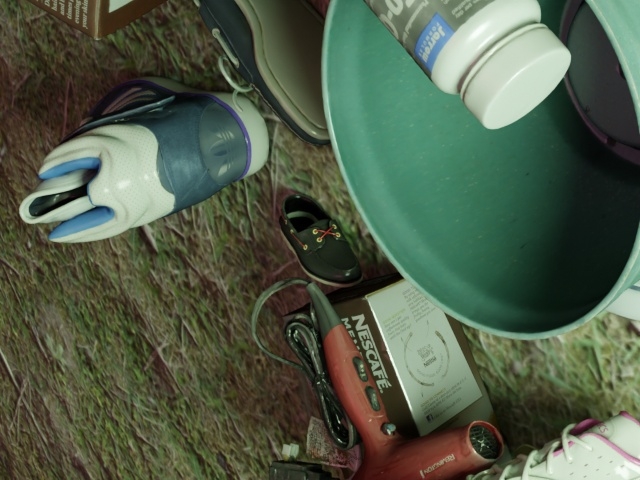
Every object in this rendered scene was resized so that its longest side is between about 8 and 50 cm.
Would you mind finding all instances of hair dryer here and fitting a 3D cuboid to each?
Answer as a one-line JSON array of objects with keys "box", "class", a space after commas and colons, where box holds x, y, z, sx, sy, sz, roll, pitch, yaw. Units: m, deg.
[{"box": [0.035, 0.163, 1.260, 0.294, 0.080, 0.223, 12, 115, 43], "class": "hair dryer"}]

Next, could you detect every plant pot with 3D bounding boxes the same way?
[{"box": [0.168, -0.102, 1.006, 0.293, 0.196, 0.293, 28, 129, 41], "class": "plant pot"}]

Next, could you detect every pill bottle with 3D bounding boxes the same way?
[{"box": [0.080, -0.136, 0.863, 0.137, 0.078, 0.078, 52, 143, 21], "class": "pill bottle"}]

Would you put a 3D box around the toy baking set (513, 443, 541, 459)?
[{"box": [0.231, 0.293, 1.251, 0.256, 0.030, 0.197, 47, 130, 6], "class": "toy baking set"}]

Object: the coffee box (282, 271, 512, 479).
[{"box": [0.079, 0.158, 1.353, 0.141, 0.098, 0.246, -16, 96, 52], "class": "coffee box"}]

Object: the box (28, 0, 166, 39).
[{"box": [-0.318, -0.379, 1.467, 0.381, 0.143, 0.191, 30, 134, 18], "class": "box"}]

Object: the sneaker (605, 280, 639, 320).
[{"box": [0.296, 0.010, 1.008, 0.258, 0.094, 0.091, 1, 98, 44], "class": "sneaker"}]

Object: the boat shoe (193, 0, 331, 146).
[{"box": [-0.053, -0.182, 1.341, 0.254, 0.095, 0.079, 56, 142, 18], "class": "boat shoe"}]

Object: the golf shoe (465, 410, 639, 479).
[{"box": [0.182, 0.195, 1.127, 0.115, 0.306, 0.140, -96, 7, -79], "class": "golf shoe"}]

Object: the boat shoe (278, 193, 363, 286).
[{"box": [-0.002, 0.000, 1.403, 0.133, 0.049, 0.042, 48, 145, 48], "class": "boat shoe"}]

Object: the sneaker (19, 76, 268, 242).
[{"box": [-0.230, -0.081, 1.506, 0.323, 0.236, 0.130, 5, 113, 51], "class": "sneaker"}]
